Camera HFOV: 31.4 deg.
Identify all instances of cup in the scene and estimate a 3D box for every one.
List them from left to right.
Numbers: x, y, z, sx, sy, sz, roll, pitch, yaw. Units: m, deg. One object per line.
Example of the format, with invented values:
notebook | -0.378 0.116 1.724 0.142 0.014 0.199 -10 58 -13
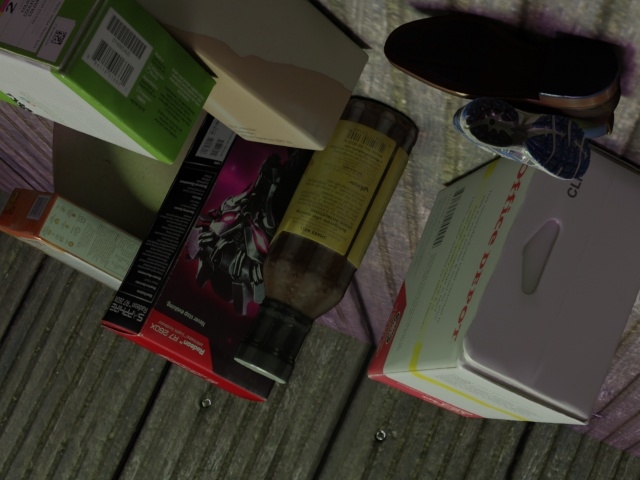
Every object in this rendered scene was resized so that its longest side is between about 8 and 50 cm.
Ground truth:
cup | -0.242 -0.115 1.599 0.331 0.237 0.331 23 168 5

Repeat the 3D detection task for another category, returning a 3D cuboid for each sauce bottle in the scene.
sauce bottle | 0.000 0.000 1.355 0.111 0.344 0.111 26 168 6

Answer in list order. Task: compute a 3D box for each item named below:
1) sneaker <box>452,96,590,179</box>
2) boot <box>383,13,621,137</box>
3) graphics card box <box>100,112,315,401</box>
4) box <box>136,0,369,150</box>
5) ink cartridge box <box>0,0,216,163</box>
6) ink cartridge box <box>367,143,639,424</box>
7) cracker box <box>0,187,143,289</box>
sneaker | 0.177 -0.092 1.006 0.135 0.052 0.058 22 177 -20
boot | 0.167 -0.141 1.042 0.219 0.082 0.106 16 164 26
graphics card box | -0.091 -0.006 1.445 0.094 0.371 0.233 12 162 48
box | -0.112 -0.221 1.140 0.311 0.121 0.148 34 166 -39
ink cartridge box | -0.257 -0.182 1.074 0.255 0.097 0.189 22 169 29
ink cartridge box | 0.217 0.059 1.338 0.160 0.279 0.385 25 169 -7
cracker box | -0.296 0.012 1.517 0.232 0.067 0.156 33 167 -33
